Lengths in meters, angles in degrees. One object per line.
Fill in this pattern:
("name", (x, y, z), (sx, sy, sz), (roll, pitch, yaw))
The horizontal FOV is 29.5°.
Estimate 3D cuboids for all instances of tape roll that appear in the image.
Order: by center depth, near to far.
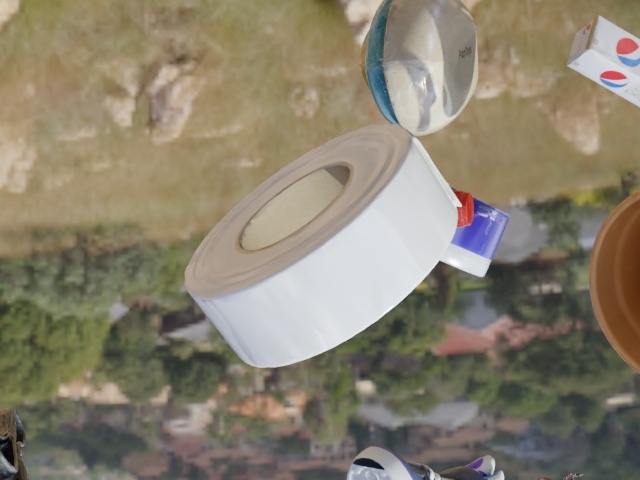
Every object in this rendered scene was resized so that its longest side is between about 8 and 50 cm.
("tape roll", (0.000, 0.000, 1.265), (0.286, 0.286, 0.100), (-18, 116, 42))

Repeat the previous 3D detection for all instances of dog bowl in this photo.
("dog bowl", (0.149, -0.046, 1.848), (0.265, 0.104, 0.265), (25, -177, -2))

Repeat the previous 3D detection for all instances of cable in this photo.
("cable", (-0.408, 0.270, 1.508), (0.072, 0.139, 0.287), (-22, -156, -10))

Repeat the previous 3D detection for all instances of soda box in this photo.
("soda box", (0.520, -0.281, 2.009), (0.216, 0.074, 0.069), (26, 155, -13))

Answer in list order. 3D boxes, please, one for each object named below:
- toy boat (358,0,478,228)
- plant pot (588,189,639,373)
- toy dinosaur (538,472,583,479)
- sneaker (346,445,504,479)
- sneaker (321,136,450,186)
("toy boat", (0.111, -0.163, 1.530), (0.148, 0.318, 0.267), (0, -172, 20))
("plant pot", (0.538, 0.043, 1.638), (0.291, 0.291, 0.203), (-18, 180, 42))
("toy dinosaur", (0.341, 0.348, 1.599), (0.090, 0.082, 0.047), (-13, 163, 24))
("sneaker", (0.175, 0.376, 1.844), (0.130, 0.236, 0.323), (3, 127, 41))
("sneaker", (0.122, -0.073, 2.214), (0.305, 0.152, 0.114), (20, 139, -27))
